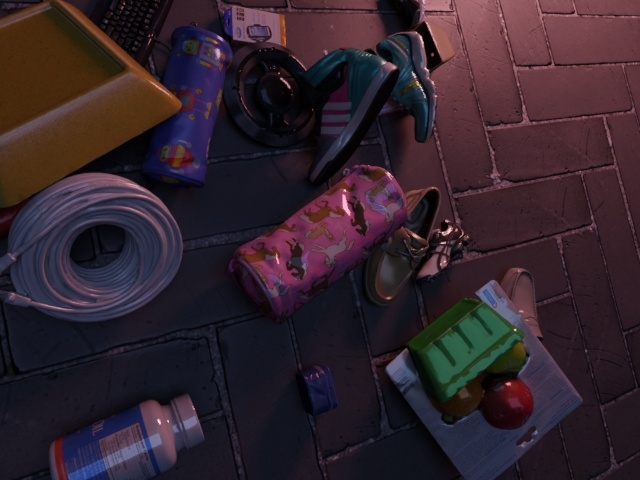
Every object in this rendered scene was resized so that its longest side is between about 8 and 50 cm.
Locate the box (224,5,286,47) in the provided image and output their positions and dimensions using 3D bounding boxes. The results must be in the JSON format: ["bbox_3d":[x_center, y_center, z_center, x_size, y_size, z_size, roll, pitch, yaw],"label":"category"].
[{"bbox_3d":[-0.146,-0.468,1.006,0.136,0.028,0.081,0,83,-20],"label":"box"}]

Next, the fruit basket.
[{"bbox_3d":[0.364,0.320,1.016,0.327,0.165,0.353,-37,98,-7],"label":"fruit basket"}]

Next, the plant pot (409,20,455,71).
[{"bbox_3d":[0.272,-0.476,1.145,0.096,0.109,0.109,-25,93,-37],"label":"plant pot"}]

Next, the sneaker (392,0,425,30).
[{"bbox_3d":[0.212,-0.620,1.164,0.077,0.072,0.178,-6,76,-11],"label":"sneaker"}]

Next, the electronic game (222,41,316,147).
[{"bbox_3d":[-0.103,-0.317,0.989,0.229,0.048,0.229,2,86,-30],"label":"electronic game"}]

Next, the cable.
[{"bbox_3d":[-0.368,0.017,0.757,0.257,0.089,0.257,-51,136,-6],"label":"cable"}]

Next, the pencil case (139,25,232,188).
[{"bbox_3d":[-0.253,-0.242,0.867,0.120,0.133,0.305,10,81,-3],"label":"pencil case"}]

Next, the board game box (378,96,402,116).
[{"bbox_3d":[0.167,-0.367,1.121,0.154,0.026,0.103,-21,90,-24],"label":"board game box"}]

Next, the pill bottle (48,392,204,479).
[{"bbox_3d":[-0.317,0.347,0.763,0.222,0.124,0.124,-19,90,-25],"label":"pill bottle"}]

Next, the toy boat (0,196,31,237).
[{"bbox_3d":[-0.584,-0.055,0.694,0.231,0.151,0.151,-31,95,-24],"label":"toy boat"}]

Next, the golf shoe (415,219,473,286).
[{"bbox_3d":[0.275,0.029,1.092,0.094,0.077,0.198,47,61,2],"label":"golf shoe"}]

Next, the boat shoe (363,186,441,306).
[{"bbox_3d":[0.192,0.008,1.038,0.109,0.098,0.302,33,71,-15],"label":"boat shoe"}]

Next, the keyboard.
[{"bbox_3d":[-0.351,-0.417,0.911,0.202,0.033,0.317,21,76,-19],"label":"keyboard"}]

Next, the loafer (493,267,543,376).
[{"bbox_3d":[0.504,0.225,1.130,0.112,0.111,0.319,10,79,-21],"label":"loafer"}]

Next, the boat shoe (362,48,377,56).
[{"bbox_3d":[0.075,-0.332,1.034,0.080,0.076,0.228,27,84,-7],"label":"boat shoe"}]

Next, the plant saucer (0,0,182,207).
[{"bbox_3d":[-0.461,-0.259,0.734,0.333,0.081,0.333,42,64,17],"label":"plant saucer"}]

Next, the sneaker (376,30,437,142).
[{"bbox_3d":[0.204,-0.358,1.083,0.110,0.107,0.275,-13,83,-4],"label":"sneaker"}]

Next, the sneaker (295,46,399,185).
[{"bbox_3d":[0.013,-0.276,0.958,0.178,0.295,0.124,39,25,11],"label":"sneaker"}]

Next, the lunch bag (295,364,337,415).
[{"bbox_3d":[-0.003,0.308,0.930,0.065,0.067,0.098,-14,89,-23],"label":"lunch bag"}]

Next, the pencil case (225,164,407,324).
[{"bbox_3d":[0.000,0.000,0.930,0.386,0.167,0.160,-38,142,-22],"label":"pencil case"}]
